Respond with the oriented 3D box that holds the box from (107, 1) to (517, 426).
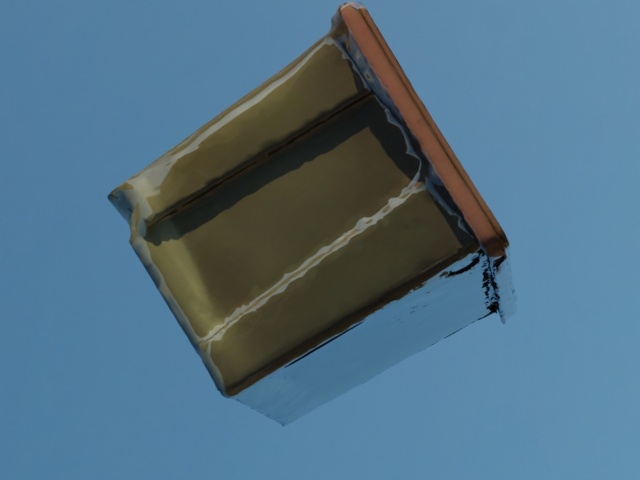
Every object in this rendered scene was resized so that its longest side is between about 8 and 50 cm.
[{"bbox_3d":[0.000,0.000,0.363,0.060,0.063,0.084,60,180,12],"label":"box"}]
